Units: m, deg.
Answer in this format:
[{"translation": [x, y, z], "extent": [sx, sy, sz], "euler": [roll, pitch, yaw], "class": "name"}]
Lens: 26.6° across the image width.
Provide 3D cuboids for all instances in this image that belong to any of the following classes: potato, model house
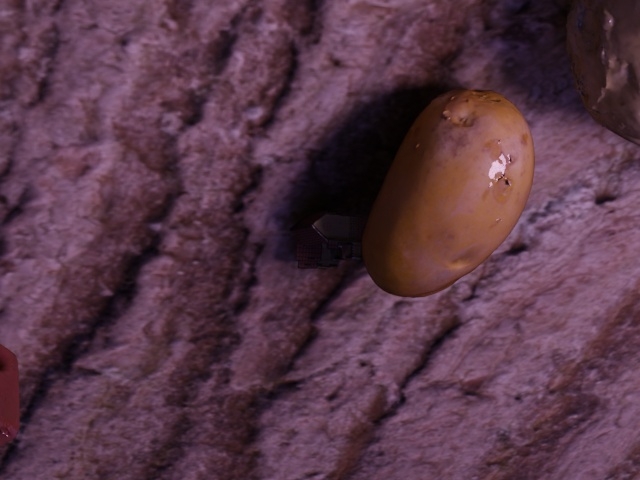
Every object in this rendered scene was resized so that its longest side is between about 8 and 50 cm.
[{"translation": [0.120, -0.037, 1.296], "extent": [0.150, 0.146, 0.234], "euler": [-7, 134, -35], "class": "potato"}, {"translation": [0.000, 0.000, 1.372], "extent": [0.058, 0.057, 0.083], "euler": [3, 176, -24], "class": "model house"}]

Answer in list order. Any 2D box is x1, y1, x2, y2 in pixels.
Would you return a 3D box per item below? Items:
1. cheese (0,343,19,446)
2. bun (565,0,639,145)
[{"translation": [-0.434, 0.162, 1.359], "extent": [0.177, 0.128, 0.203], "euler": [-36, 133, 18], "class": "cheese"}, {"translation": [0.400, -0.192, 1.185], "extent": [0.362, 0.234, 0.326], "euler": [-32, 139, 24], "class": "bun"}]
